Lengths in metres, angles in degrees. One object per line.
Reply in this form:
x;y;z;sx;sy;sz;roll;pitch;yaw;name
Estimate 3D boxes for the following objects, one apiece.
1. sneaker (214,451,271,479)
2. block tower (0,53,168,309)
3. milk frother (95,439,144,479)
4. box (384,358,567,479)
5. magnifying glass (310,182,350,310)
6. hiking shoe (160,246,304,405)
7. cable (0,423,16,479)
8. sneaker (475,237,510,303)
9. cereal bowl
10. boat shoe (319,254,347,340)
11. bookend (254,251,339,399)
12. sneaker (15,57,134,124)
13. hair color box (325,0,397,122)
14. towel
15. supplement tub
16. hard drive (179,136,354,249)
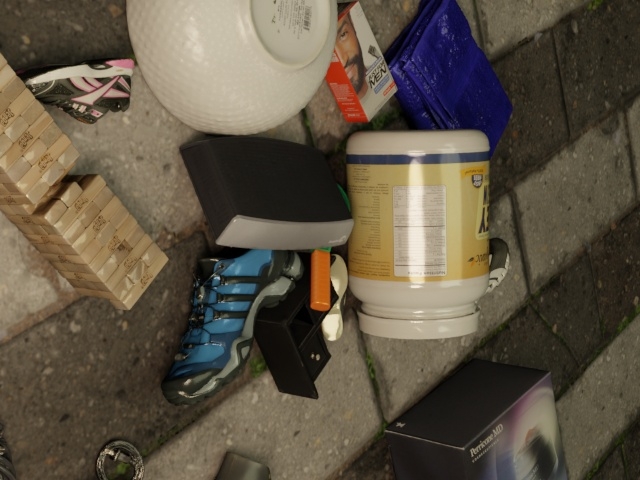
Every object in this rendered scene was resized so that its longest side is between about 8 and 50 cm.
-0.079;0.401;1.538;0.222;0.083;0.118;41;64;-40;sneaker
-0.322;-0.061;1.226;0.091;0.097;0.335;-55;128;-28;block tower
-0.253;0.329;1.304;0.129;0.135;0.143;19;80;-47;milk frother
0.291;0.414;1.872;0.296;0.183;0.294;-29;113;-42;box
0.000;0.000;1.552;0.092;0.026;0.231;13;52;-19;magnifying glass
-0.146;0.090;1.435;0.132;0.113;0.304;53;48;-25;hiking shoe
-0.433;0.287;1.180;0.184;0.047;0.150;-7;104;-49;cable
0.269;0.056;1.888;0.234;0.078;0.106;-47;128;-31;sneaker
-0.090;-0.312;1.418;0.339;0.141;0.339;-4;96;-47;cereal bowl
0.018;0.090;1.647;0.043;0.049;0.137;-78;167;-88;boat shoe
-0.021;0.128;1.576;0.156;0.072;0.157;-52;135;-39;bookend
-0.292;-0.177;1.261;0.178;0.072;0.077;-17;108;-46;sneaker
0.051;-0.279;1.637;0.093;0.053;0.167;-50;126;-31;hair color box
0.236;-0.266;1.823;0.308;0.076;0.227;53;58;-36;towel
0.154;-0.016;1.645;0.228;0.228;0.316;-8;100;-47;supplement tub
-0.066;-0.070;1.472;0.255;0.054;0.172;0;59;-47;hard drive
